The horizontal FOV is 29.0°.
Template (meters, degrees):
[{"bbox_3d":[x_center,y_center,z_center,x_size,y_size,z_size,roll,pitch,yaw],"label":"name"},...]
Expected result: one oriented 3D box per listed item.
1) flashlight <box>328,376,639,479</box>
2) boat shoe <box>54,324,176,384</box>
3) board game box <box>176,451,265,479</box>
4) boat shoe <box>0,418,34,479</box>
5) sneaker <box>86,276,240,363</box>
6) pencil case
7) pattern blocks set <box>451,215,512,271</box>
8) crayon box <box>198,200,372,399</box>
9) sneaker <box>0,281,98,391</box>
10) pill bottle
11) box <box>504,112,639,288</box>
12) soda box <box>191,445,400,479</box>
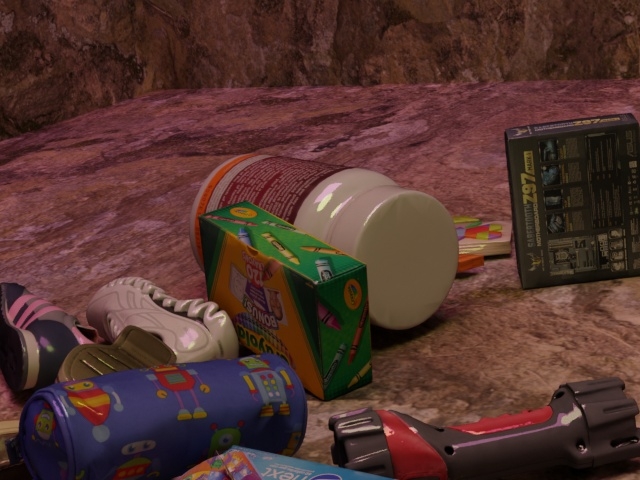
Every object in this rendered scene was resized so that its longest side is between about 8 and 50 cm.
[{"bbox_3d":[0.164,0.198,1.255,0.304,0.103,0.103,-11,0,-9],"label":"flashlight"},{"bbox_3d":[-0.247,0.182,1.446,0.113,0.103,0.302,35,7,5],"label":"boat shoe"},{"bbox_3d":[-0.106,0.262,1.145,0.133,0.033,0.168,-38,40,-5],"label":"board game box"},{"bbox_3d":[-0.392,0.282,1.273,0.342,0.123,0.123,-8,44,-36],"label":"boat shoe"},{"bbox_3d":[-0.246,0.126,1.706,0.292,0.110,0.118,8,32,45],"label":"sneaker"},{"bbox_3d":[-0.161,0.197,1.284,0.306,0.133,0.119,-5,23,-38],"label":"pencil case"},{"bbox_3d":[0.224,-0.001,1.989,0.325,0.026,0.285,-8,14,-4],"label":"pattern blocks set"},{"bbox_3d":[-0.048,0.071,1.595,0.081,0.165,0.278,-20,29,-30],"label":"crayon box"},{"bbox_3d":[-0.389,0.139,1.756,0.131,0.112,0.319,1,16,-22],"label":"sneaker"},{"bbox_3d":[0.000,0.000,1.777,0.224,0.224,0.392,-20,19,-33],"label":"pill bottle"},{"bbox_3d":[0.364,-0.055,1.759,0.183,0.232,0.059,-8,19,5],"label":"box"},{"bbox_3d":[-0.021,0.258,1.190,0.210,0.071,0.067,5,23,37],"label":"soda box"}]
